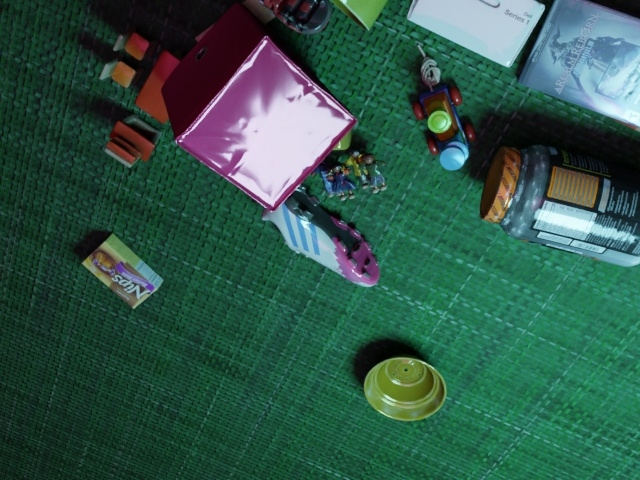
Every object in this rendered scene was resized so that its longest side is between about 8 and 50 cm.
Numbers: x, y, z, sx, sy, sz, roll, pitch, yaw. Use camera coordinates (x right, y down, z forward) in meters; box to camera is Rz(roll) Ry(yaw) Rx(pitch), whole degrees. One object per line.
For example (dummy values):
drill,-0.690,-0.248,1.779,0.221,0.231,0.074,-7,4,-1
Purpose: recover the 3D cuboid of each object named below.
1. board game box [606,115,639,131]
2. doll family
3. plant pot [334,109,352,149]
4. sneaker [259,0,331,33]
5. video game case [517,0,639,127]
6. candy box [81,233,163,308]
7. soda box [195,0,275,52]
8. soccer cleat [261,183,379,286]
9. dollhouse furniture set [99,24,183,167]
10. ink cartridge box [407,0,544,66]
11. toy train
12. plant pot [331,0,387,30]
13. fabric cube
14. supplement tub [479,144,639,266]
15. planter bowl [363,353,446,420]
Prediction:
board game box,0.710,-0.334,1.277,0.145,0.027,0.281,24,130,-2
doll family,0.062,-0.160,1.486,0.192,0.076,0.111,-15,120,21
plant pot,0.025,-0.238,1.442,0.081,0.083,0.081,0,119,9
sneaker,-0.090,-0.497,1.262,0.276,0.135,0.098,41,100,1
video game case,0.558,-0.355,1.282,0.274,0.026,0.196,22,129,6
candy box,-0.528,0.084,1.736,0.109,0.053,0.187,-36,106,25
soda box,-0.172,-0.456,1.369,0.181,0.058,0.061,-27,111,23
soccer cleat,0.000,0.000,1.577,0.331,0.116,0.143,44,133,-12
dollhouse furniture set,-0.371,-0.298,1.446,0.262,0.135,0.259,34,119,-10
ink cartridge box,0.271,-0.436,1.175,0.201,0.278,0.117,24,120,-4
toy train,0.242,-0.273,1.349,0.105,0.143,0.248,-19,114,19
plant pot,0.080,-0.584,1.159,0.274,0.275,0.293,39,104,-12
fabric cube,-0.132,-0.265,1.282,0.254,0.258,0.259,-45,125,12
supplement tub,0.525,-0.080,1.372,0.337,0.207,0.207,15,120,2
planter bowl,0.228,0.372,1.744,0.217,0.090,0.217,4,120,7
